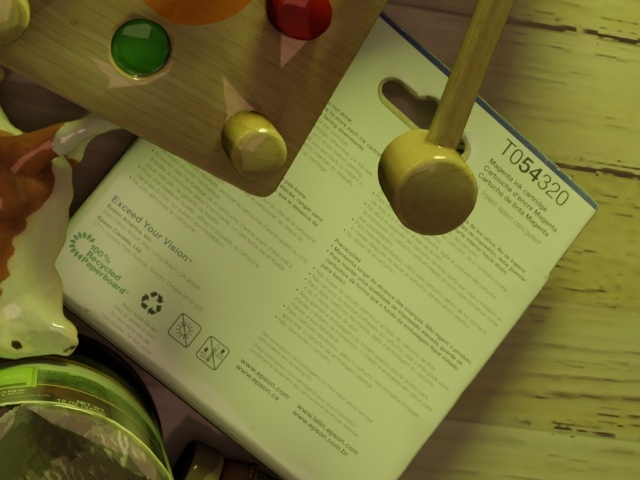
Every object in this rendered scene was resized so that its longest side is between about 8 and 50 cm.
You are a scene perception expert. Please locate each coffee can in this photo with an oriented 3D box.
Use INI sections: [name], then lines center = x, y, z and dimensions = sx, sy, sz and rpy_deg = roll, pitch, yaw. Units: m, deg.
[coffee can]
center = -0.201, 0.182, 1.014
dimensions = 0.202, 0.275, 0.201
rpy_deg = -1, 96, -11

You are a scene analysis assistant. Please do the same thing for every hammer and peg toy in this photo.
[hammer and peg toy]
center = -0.031, -0.171, 0.939
dimensions = 0.361, 0.127, 0.266
rpy_deg = 26, 101, -19

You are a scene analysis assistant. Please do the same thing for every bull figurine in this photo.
[bull figurine]
center = -0.242, -0.065, 1.025
dimensions = 0.188, 0.101, 0.310
rpy_deg = -39, 75, -7

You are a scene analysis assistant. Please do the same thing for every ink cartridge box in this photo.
[ink cartridge box]
center = 0.000, 0.000, 1.132
dimensions = 0.324, 0.071, 0.330
rpy_deg = 41, 79, -11

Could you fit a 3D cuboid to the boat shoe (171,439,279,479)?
[boat shoe]
center = -0.118, 0.314, 1.127
dimensions = 0.104, 0.111, 0.307
rpy_deg = 27, 91, -11
